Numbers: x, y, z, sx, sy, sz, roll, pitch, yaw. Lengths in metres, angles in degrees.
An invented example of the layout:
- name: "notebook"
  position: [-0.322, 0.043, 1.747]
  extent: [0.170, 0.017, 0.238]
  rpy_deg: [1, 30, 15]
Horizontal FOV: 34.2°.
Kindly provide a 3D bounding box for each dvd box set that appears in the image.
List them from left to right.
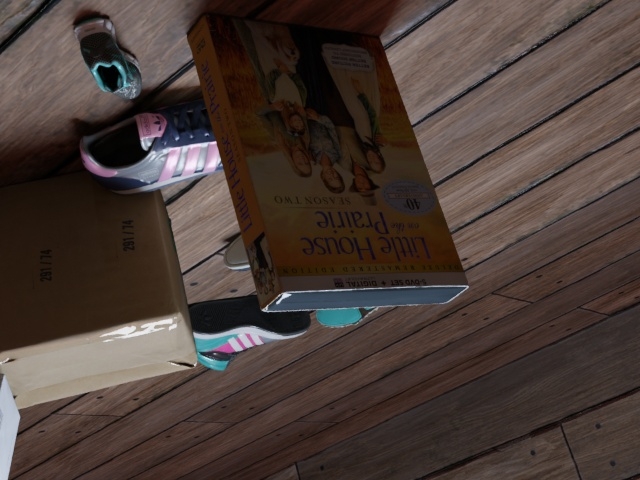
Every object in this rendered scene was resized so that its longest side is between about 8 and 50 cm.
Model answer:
- name: "dvd box set"
  position: [0.009, -0.108, 1.407]
  extent: [0.307, 0.420, 0.062]
  rpy_deg: [1, 151, -34]

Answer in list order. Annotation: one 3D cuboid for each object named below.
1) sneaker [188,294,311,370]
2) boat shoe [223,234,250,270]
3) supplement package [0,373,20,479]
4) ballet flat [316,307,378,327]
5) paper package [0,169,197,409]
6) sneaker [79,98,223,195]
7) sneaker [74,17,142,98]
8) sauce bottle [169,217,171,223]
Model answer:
- name: "sneaker"
  position: [-0.181, 0.220, 2.388]
  extent: [0.295, 0.124, 0.178]
  rpy_deg: [1, 147, -19]
- name: "boat shoe"
  position: [-0.065, 0.001, 2.028]
  extent: [0.254, 0.095, 0.079]
  rpy_deg: [-28, 145, 3]
- name: "supplement package"
  position: [-0.567, 0.272, 1.459]
  extent: [0.244, 0.139, 0.134]
  rpy_deg: [2, 142, -3]
- name: "ballet flat"
  position: [0.102, 0.143, 2.481]
  extent: [0.241, 0.091, 0.077]
  rpy_deg: [-25, 178, 27]
- name: "paper package"
  position: [-0.373, 0.065, 1.624]
  extent: [0.309, 0.325, 0.168]
  rpy_deg: [-12, 143, -9]
- name: "sneaker"
  position: [-0.205, -0.156, 1.543]
  extent: [0.319, 0.112, 0.131]
  rpy_deg: [-22, 159, 9]
- name: "sneaker"
  position: [-0.280, -0.222, 1.386]
  extent: [0.065, 0.076, 0.166]
  rpy_deg: [-18, 157, 5]
- name: "sauce bottle"
  position: [-0.325, -0.029, 1.836]
  extent: [0.128, 0.042, 0.042]
  rpy_deg: [3, 150, -35]
